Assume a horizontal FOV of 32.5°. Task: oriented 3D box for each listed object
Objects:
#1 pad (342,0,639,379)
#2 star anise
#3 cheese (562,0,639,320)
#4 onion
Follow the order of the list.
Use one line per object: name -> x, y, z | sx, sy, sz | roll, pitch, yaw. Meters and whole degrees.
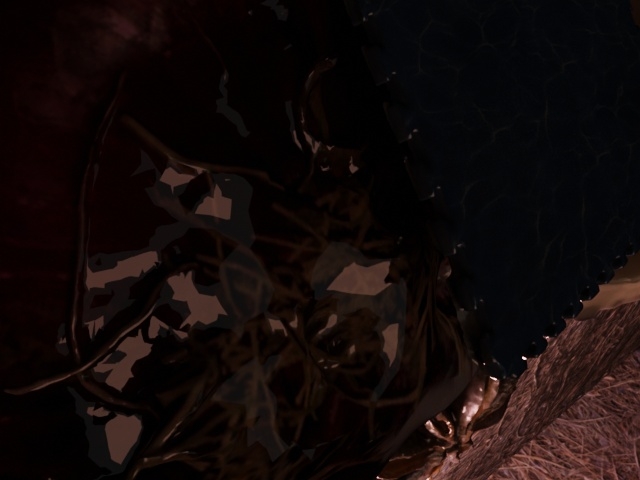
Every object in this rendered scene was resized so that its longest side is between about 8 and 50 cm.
pad -> 0.080, -0.109, 0.458 | 0.012, 0.269, 0.270 | -17, -171, 36
star anise -> 0.127, 0.207, 1.321 | 0.332, 0.117, 0.331 | -29, 150, -19
cheese -> 0.197, -0.085, 0.732 | 0.332, 0.153, 0.292 | 0, 144, -38
onion -> -0.055, -0.010, 0.457 | 0.314, 0.232, 0.314 | -25, 125, -43
